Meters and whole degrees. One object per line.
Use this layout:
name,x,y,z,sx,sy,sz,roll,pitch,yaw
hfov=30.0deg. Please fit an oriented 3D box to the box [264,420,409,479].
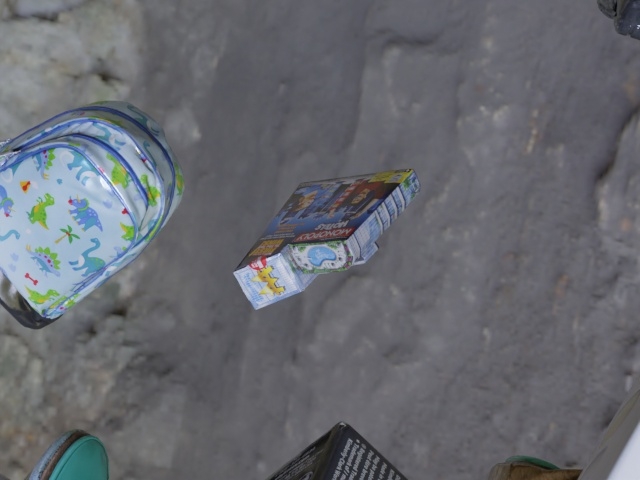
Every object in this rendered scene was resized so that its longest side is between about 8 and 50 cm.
box,0.041,0.273,0.717,0.165,0.270,0.143,-41,9,30

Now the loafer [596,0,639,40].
loafer,0.359,-0.277,1.336,0.223,0.076,0.078,-69,-3,-69

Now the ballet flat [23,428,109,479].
ballet flat,-0.165,0.192,0.653,0.070,0.070,0.188,127,157,-48

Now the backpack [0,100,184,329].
backpack,-0.375,-0.054,1.800,0.355,0.290,0.273,-30,7,9

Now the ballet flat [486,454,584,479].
ballet flat,0.222,0.257,1.035,0.124,0.116,0.342,-55,14,-21

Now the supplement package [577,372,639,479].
supplement package,0.265,0.109,0.612,0.262,0.204,0.145,-54,-12,-20

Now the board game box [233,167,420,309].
board game box,0.000,0.000,1.397,0.194,0.060,0.194,-4,34,47

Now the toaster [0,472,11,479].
toaster,-0.339,0.276,1.069,0.168,0.110,0.186,25,81,36
